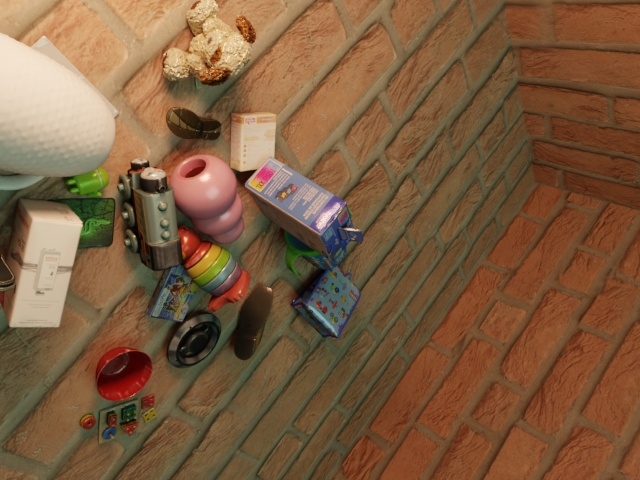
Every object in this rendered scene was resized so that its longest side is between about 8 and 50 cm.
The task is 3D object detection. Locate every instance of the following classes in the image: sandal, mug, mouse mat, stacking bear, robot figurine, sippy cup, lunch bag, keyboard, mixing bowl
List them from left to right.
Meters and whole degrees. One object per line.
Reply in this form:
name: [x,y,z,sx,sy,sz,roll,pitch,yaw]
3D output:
mug: [-0.692,-0.255,1.144,0.374,0.276,0.328,-40,151,19]
keyboard: [-0.637,-0.400,1.288,0.072,0.014,0.256,-56,139,-17]
mouse mat: [-0.684,-0.048,1.421,0.190,0.007,0.152,-6,114,-43]
robot figurine: [-0.636,-0.164,1.363,0.115,0.067,0.101,-27,115,-34]
mixing bowl: [-0.653,0.417,1.616,0.181,0.098,0.181,-21,123,-37]
sandal: [-0.394,-0.359,1.526,0.219,0.060,0.090,-9,123,-59]
stacking bear: [-0.385,0.073,1.647,0.289,0.175,0.164,48,37,-24]
sippy cup: [0.000,0.000,1.995,0.306,0.240,0.224,-20,147,9]
lunch bag: [0.052,0.245,2.186,0.221,0.138,0.293,48,63,-16]

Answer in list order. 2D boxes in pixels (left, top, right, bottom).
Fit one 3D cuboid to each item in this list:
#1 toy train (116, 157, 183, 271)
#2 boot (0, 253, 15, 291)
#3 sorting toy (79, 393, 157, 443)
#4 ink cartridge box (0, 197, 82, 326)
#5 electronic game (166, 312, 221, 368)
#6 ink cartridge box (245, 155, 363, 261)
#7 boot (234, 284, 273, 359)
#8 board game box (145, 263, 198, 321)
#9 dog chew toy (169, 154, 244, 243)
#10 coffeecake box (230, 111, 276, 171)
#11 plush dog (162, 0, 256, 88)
toy train: [-0.494,-0.069,1.464,0.142,0.190,0.333,-19,122,-39]
boot: [-0.780,-0.011,1.144,0.178,0.236,0.085,-53,171,24]
sorting toy: [-0.688,0.634,1.730,0.275,0.046,0.132,-7,115,-44]
ink cartridge box: [-0.724,0.053,1.276,0.117,0.207,0.283,9,103,-42]
electronic game: [-0.460,0.367,1.824,0.229,0.048,0.229,-32,137,-35]
ink cartridge box: [-0.038,-0.088,1.717,0.151,0.395,0.270,-51,159,-10]
boot: [-0.260,0.321,1.993,0.115,0.112,0.305,9,100,-78]
board game box: [-0.495,0.175,1.702,0.136,0.035,0.201,24,92,-49]
dog chew toy: [-0.345,-0.113,1.599,0.206,0.207,0.331,-44,143,-21]
coffeecake box: [-0.228,-0.339,1.689,0.142,0.068,0.185,-15,120,-41]
plush dog: [-0.288,-0.527,1.414,0.211,0.225,0.262,32,85,-48]
